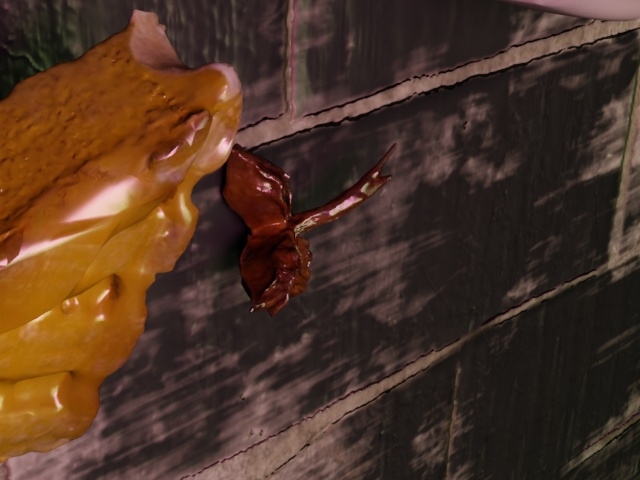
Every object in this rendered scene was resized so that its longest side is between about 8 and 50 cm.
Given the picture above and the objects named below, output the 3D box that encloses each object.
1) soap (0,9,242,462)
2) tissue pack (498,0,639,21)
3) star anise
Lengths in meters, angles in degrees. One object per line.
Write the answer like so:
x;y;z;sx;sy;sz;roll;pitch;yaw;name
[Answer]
-0.247;0.004;0.571;0.339;0.169;0.304;-4;133;-46;soap
0.232;-0.355;0.891;0.236;0.229;0.333;-11;118;-41;tissue pack
-0.002;-0.010;0.914;0.158;0.144;0.140;36;48;-78;star anise
